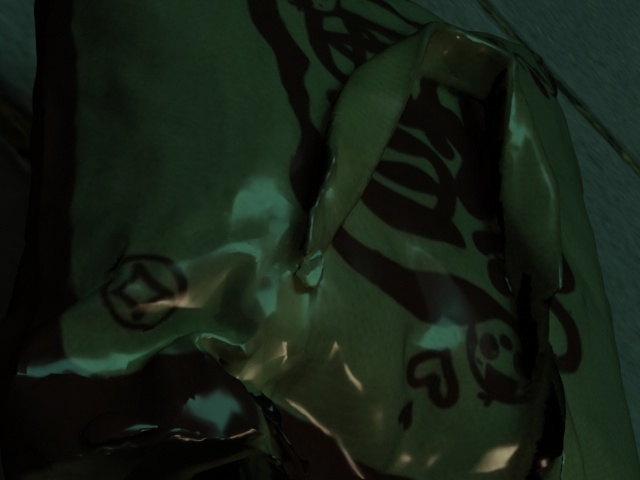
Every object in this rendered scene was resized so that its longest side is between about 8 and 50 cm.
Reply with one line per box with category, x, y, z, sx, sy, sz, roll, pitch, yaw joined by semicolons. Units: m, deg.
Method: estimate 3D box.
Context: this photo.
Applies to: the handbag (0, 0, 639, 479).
handbag;0.000;0.000;0.456;0.213;0.127;0.235;28;42;-33
